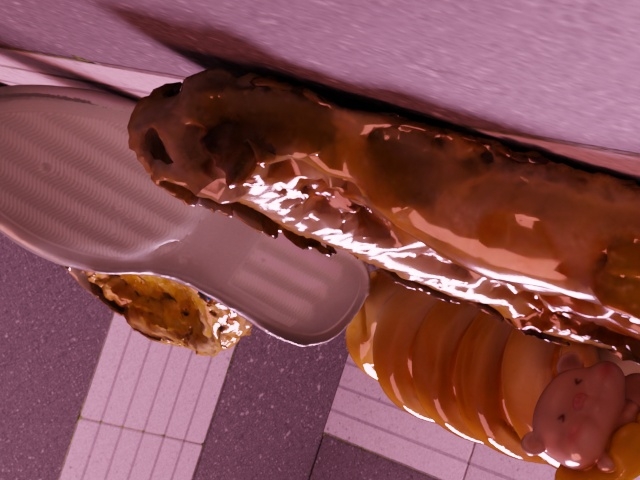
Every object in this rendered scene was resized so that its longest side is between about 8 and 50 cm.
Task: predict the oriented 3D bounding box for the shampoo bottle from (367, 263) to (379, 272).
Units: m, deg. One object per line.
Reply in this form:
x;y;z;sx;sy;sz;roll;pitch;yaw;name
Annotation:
0.000;0.000;1.433;0.214;0.072;0.072;16;177;9;shampoo bottle

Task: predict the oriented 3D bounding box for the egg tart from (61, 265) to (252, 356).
-0.174;0.002;1.522;0.291;0.107;0.291;31;154;17;egg tart

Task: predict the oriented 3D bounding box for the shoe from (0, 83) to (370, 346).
-0.131;-0.039;1.137;0.363;0.132;0.160;26;-170;-34;shoe

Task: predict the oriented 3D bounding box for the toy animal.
0.184;0.108;0.953;0.082;0.114;0.091;47;152;-2;toy animal

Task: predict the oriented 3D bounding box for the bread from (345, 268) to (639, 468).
0.145;0.104;1.171;0.173;0.121;0.311;22;175;-37;bread

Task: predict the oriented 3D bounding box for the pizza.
0.143;0.020;0.850;0.435;0.080;0.392;19;177;14;pizza
